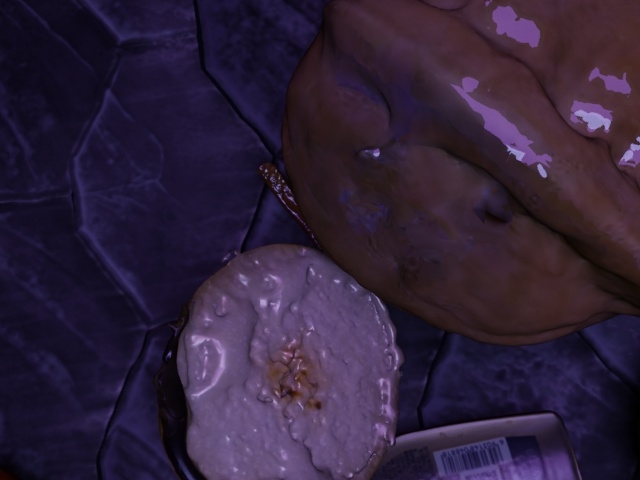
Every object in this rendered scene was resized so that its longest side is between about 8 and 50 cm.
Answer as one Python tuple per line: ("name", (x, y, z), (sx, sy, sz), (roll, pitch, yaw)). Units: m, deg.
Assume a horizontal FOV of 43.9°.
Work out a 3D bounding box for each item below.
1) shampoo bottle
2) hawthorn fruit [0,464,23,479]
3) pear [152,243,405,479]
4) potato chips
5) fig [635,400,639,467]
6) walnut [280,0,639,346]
("shampoo bottle", (0.070, 0.254, 0.763), (0.349, 0.084, 0.126), (-14, 74, -1))
("hawthorn fruit", (-0.323, 0.287, 0.721), (0.200, 0.179, 0.179), (12, 77, 4))
("pear", (-0.063, 0.144, 0.754), (0.266, 0.178, 0.267), (13, 66, -31))
("potato chips", (0.000, 0.000, 0.853), (0.026, 0.037, 0.204), (-36, 83, 4))
("fig", (0.407, 0.110, 0.745), (0.216, 0.217, 0.321), (11, 59, 4))
("walnut", (0.159, -0.095, 0.700), (0.383, 0.383, 0.384), (0, 77, 2))
